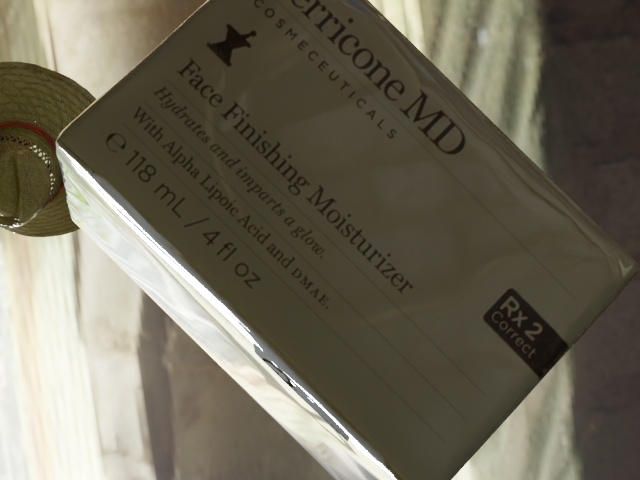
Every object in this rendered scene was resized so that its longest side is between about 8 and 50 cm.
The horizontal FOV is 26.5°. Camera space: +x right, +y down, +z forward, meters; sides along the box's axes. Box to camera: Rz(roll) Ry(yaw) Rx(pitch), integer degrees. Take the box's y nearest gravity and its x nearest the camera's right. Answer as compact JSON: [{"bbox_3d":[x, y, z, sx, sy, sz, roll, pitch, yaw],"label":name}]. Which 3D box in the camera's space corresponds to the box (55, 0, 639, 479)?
[{"bbox_3d":[0.000,0.000,0.552,0.119,0.181,0.182,-46,180,-12],"label":"box"}]

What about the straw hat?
[{"bbox_3d":[-0.208,-0.044,0.932,0.144,0.144,0.061,-6,-148,16],"label":"straw hat"}]
